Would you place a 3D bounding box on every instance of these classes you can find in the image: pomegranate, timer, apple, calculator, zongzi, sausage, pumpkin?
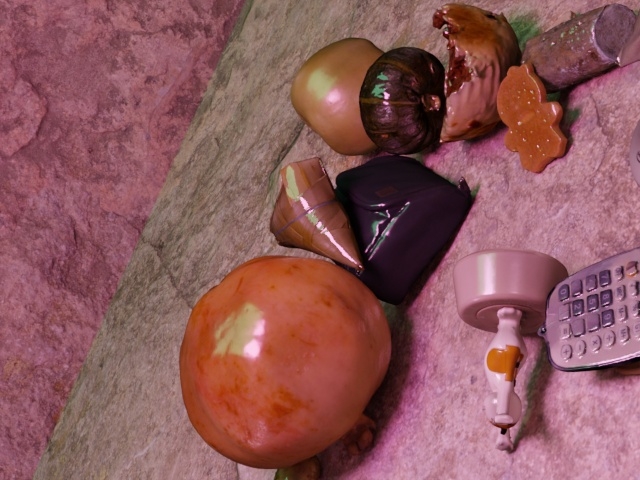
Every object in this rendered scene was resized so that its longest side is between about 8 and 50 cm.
[{"bbox_3d":[-0.058,0.228,1.995,0.411,0.412,0.411,-44,31,34],"label":"pomegranate"},{"bbox_3d":[0.277,0.164,1.654,0.175,0.175,0.266,-29,47,50],"label":"timer"},{"bbox_3d":[0.063,-0.317,2.439,0.262,0.262,0.262,-44,31,34],"label":"apple"},{"bbox_3d":[0.416,0.091,1.524,0.268,0.040,0.177,-19,45,32],"label":"calculator"},{"bbox_3d":[0.000,0.000,2.092,0.256,0.115,0.228,57,156,19],"label":"zongzi"},{"bbox_3d":[0.447,0.163,1.477,0.132,0.024,0.024,-18,49,56],"label":"sausage"},{"bbox_3d":[0.173,-0.277,2.224,0.157,0.224,0.223,11,73,38],"label":"pumpkin"}]

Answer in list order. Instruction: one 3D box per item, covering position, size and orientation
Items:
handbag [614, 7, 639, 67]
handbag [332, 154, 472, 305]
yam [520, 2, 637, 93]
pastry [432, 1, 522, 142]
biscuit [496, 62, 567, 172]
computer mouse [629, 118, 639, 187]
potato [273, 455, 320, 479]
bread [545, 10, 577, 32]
[{"bbox_3d":[0.599,-0.388,1.652,0.316,0.109,0.253,-14,48,59],"label":"handbag"},{"bbox_3d":[0.121,-0.055,2.139,0.275,0.178,0.302,-59,25,8],"label":"handbag"},{"bbox_3d":[0.441,-0.326,1.894,0.194,0.107,0.107,-20,48,54],"label":"yam"},{"bbox_3d":[0.298,-0.302,2.073,0.256,0.170,0.236,-88,-5,-50],"label":"pastry"},{"bbox_3d":[0.360,-0.208,1.924,0.184,0.027,0.133,61,139,26],"label":"biscuit"},{"bbox_3d":[0.506,-0.162,1.662,0.089,0.056,0.181,-7,58,55],"label":"computer mouse"},{"bbox_3d":[-0.052,0.454,2.080,0.137,0.070,0.091,-64,24,-3],"label":"potato"},{"bbox_3d":[0.441,-0.373,2.021,0.070,0.035,0.083,-39,30,38],"label":"bread"}]
